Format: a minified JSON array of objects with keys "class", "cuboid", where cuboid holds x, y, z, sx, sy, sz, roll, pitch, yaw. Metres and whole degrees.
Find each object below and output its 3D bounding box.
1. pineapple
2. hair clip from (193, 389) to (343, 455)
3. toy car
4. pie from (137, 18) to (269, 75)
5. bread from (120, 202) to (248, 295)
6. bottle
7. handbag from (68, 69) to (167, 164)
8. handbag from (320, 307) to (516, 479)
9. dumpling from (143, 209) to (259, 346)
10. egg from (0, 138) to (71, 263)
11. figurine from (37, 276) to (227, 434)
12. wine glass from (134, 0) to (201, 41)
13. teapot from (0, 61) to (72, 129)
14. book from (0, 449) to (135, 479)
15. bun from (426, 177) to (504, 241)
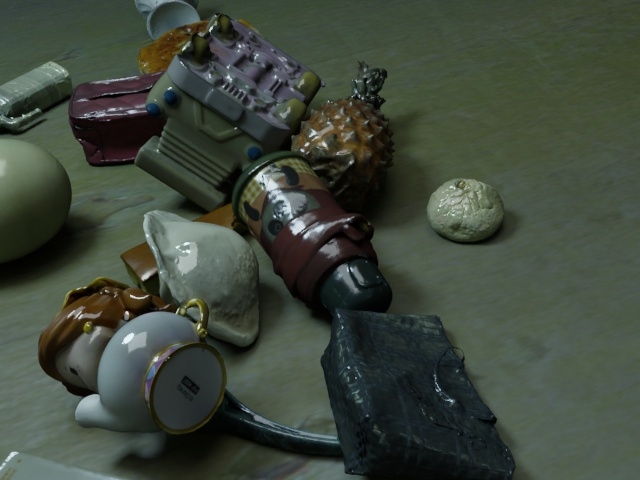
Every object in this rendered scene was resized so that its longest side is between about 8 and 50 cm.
[{"class":"pineapple","cuboid":[0.056,-0.187,1.261,0.175,0.175,0.361,5,40,17]},{"class":"hair clip","cuboid":[-0.035,0.217,0.860,0.229,0.039,0.070,12,42,18]},{"class":"toy car","cuboid":[-0.156,-0.228,1.315,0.242,0.226,0.336,32,27,-9]},{"class":"pie","cuboid":[-0.266,-0.413,1.683,0.315,0.092,0.315,-6,38,5]},{"class":"bread","cuboid":[-0.183,0.007,1.147,0.226,0.049,0.088,-27,41,-24]},{"class":"bottle","cuboid":[0.000,0.000,1.024,0.143,0.156,0.271,-16,52,-32]},{"class":"handbag","cuboid":[-0.354,-0.234,1.427,0.225,0.135,0.146,-6,42,1]},{"class":"handbag","cuboid":[0.099,0.165,0.848,0.175,0.088,0.270,4,32,-14]},{"class":"dumpling","cuboid":[-0.164,0.042,1.005,0.126,0.166,0.216,-19,72,30]},{"class":"egg","cuboid":[-0.516,-0.056,1.177,0.254,0.188,0.188,-20,38,-11]},{"class":"figurine","cuboid":[-0.228,0.134,0.892,0.263,0.142,0.189,14,55,44]},{"class":"wine glass","cuboid":[-0.369,-0.570,1.854,0.165,0.165,0.196,-14,41,-8]},{"class":"teapot","cuboid":[-0.622,-0.299,1.617,0.107,0.077,0.200,34,51,17]},{"class":"book","cuboid":[-0.255,0.328,0.764,0.295,0.020,0.208,6,40,19]},{"class":"bun","cuboid":[0.217,-0.051,1.129,0.115,0.069,0.115,-5,39,4]}]
